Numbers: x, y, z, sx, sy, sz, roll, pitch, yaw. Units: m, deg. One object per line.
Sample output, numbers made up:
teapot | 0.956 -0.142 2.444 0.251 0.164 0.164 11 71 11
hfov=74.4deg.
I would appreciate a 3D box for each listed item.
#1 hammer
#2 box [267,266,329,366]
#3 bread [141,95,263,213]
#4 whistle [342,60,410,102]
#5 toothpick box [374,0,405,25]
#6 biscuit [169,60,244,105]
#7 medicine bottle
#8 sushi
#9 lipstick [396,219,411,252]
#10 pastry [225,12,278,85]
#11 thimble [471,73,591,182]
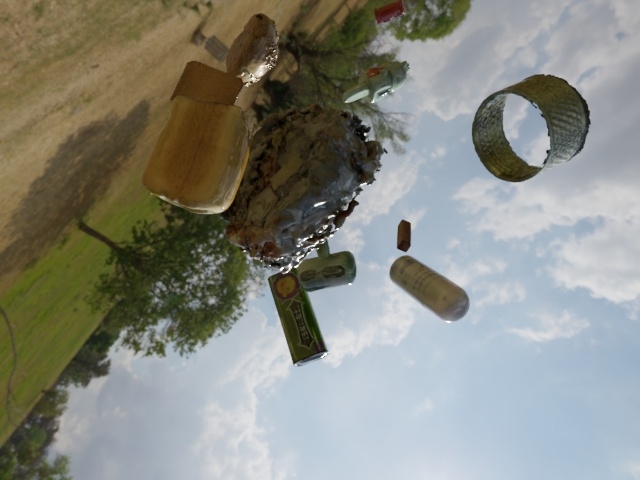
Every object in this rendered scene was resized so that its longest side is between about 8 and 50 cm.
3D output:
hammer | 0.000 0.000 1.423 0.206 0.336 0.119 -12 -178 17
box | -0.084 0.275 1.538 0.134 0.097 0.346 -22 -118 0
bread | -0.169 -0.120 0.611 0.085 0.134 0.173 83 22 -71
whistle | 0.179 -0.498 1.334 0.253 0.102 0.106 -30 -131 -12
toothpick box | 0.198 -0.648 1.193 0.083 0.047 0.047 -13 -146 23
biscuit | -0.438 -0.562 1.615 0.013 0.236 0.232 114 -4 -77
medicine bottle | 0.377 0.165 1.459 0.130 0.130 0.341 -49 -152 -1
sushi | -0.059 -0.133 0.919 0.417 0.175 0.418 -26 -135 28
lipstick | 0.321 -0.019 1.614 0.145 0.045 0.045 -74 -173 -51
pastry | -0.276 -0.789 1.773 0.310 0.161 0.255 -23 -127 51
thimble | 0.569 -0.306 1.166 0.149 0.271 0.270 -25 -169 -21
